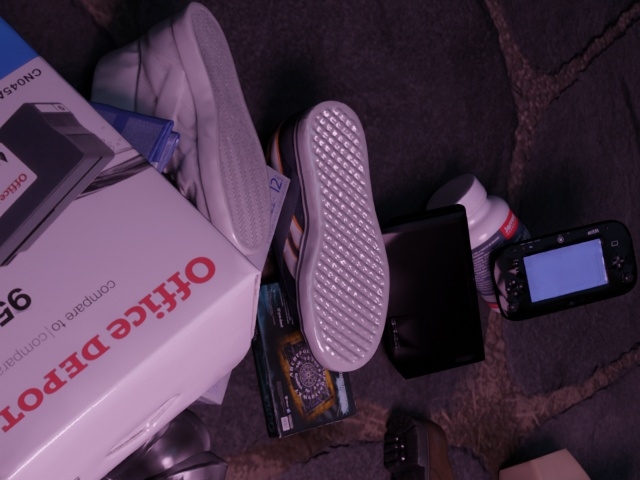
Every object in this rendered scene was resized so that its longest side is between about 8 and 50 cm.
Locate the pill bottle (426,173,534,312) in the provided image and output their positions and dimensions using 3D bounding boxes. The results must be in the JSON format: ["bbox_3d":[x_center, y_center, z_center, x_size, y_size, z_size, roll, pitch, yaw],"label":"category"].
[{"bbox_3d":[0.229,0.002,1.680,0.180,0.108,0.108,50,57,-20],"label":"pill bottle"}]

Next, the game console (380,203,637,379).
[{"bbox_3d":[0.244,0.043,1.615,0.361,0.044,0.213,-13,107,-10],"label":"game console"}]

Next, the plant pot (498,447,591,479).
[{"bbox_3d":[0.308,0.347,1.692,0.109,0.109,0.096,-10,75,-38],"label":"plant pot"}]

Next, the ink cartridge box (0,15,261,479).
[{"bbox_3d":[-0.286,0.016,1.107,0.285,0.166,0.395,-40,73,-23],"label":"ink cartridge box"}]

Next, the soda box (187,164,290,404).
[{"bbox_3d":[-0.133,0.041,1.405,0.091,0.098,0.286,30,66,-32],"label":"soda box"}]

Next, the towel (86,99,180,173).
[{"bbox_3d":[-0.284,-0.021,1.261,0.034,0.209,0.285,72,35,-62],"label":"towel"}]

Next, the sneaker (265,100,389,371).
[{"bbox_3d":[0.000,0.000,1.494,0.126,0.127,0.321,2,82,-34],"label":"sneaker"}]

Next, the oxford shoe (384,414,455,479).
[{"bbox_3d":[0.138,0.342,1.573,0.096,0.082,0.227,14,75,-39],"label":"oxford shoe"}]

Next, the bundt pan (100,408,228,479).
[{"bbox_3d":[-0.212,0.255,1.213,0.330,0.124,0.331,32,39,-31],"label":"bundt pan"}]

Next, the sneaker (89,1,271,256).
[{"bbox_3d":[-0.162,-0.098,1.361,0.108,0.169,0.293,18,54,-60],"label":"sneaker"}]

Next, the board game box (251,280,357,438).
[{"bbox_3d":[-0.024,0.139,1.517,0.126,0.026,0.186,-9,87,-38],"label":"board game box"}]
